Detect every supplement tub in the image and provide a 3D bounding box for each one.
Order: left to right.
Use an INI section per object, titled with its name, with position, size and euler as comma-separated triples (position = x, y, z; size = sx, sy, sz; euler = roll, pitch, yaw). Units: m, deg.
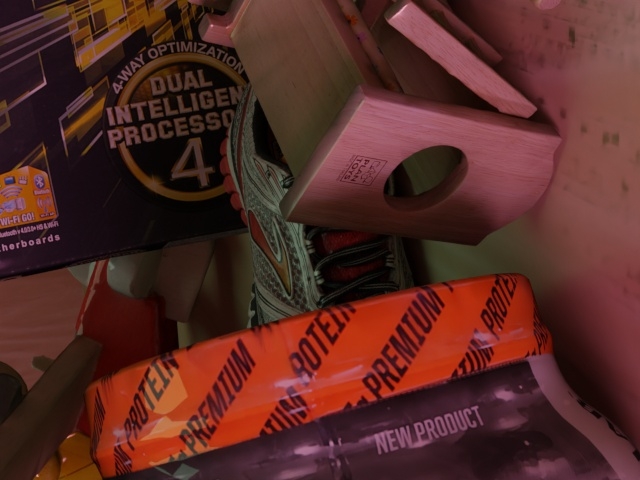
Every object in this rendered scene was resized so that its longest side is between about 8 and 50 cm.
[supplement tub]
position = 0.037, 0.193, 0.382
size = 0.207, 0.207, 0.338
euler = 141, 116, -71

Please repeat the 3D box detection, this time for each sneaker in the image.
[sneaker]
position = 0.000, 0.000, 0.574
size = 0.093, 0.088, 0.225
euler = 109, 145, -57

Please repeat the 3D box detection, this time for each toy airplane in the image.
[toy airplane]
position = -0.219, 0.130, 1.022
size = 0.386, 0.272, 0.384
euler = 73, -159, -60

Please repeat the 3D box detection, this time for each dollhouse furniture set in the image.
[dollhouse furniture set]
position = 0.036, -0.120, 0.432
size = 0.161, 0.101, 0.182
euler = -55, 44, 34

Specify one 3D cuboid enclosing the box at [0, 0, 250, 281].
[box]
position = -0.223, -0.129, 0.680
size = 0.097, 0.394, 0.318
euler = 162, 97, -75
